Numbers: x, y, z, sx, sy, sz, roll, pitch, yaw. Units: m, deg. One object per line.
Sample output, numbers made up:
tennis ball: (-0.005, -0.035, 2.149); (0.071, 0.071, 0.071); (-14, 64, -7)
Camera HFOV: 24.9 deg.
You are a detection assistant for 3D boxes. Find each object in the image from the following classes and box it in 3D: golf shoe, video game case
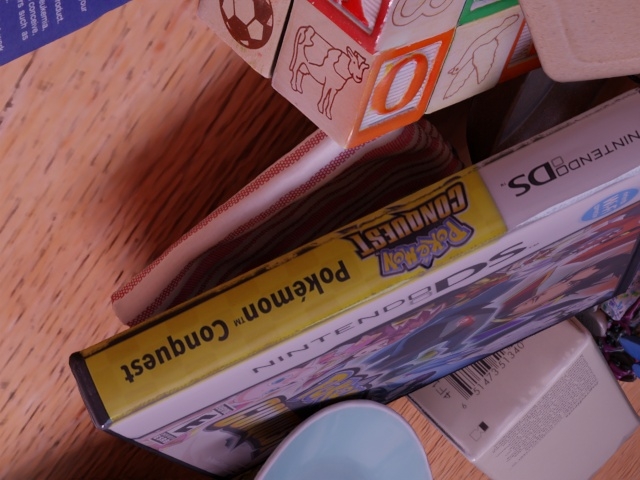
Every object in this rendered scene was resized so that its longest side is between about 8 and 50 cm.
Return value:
golf shoe: (0.264, 0.020, 1.116); (0.186, 0.067, 0.086); (-54, -175, 4)
video game case: (0.037, 0.037, 0.668); (0.248, 0.035, 0.275); (-26, 165, 0)

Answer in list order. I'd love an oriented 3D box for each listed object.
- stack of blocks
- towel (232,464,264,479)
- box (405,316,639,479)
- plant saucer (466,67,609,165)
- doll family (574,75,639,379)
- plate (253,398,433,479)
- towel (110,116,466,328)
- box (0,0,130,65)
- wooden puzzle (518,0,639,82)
stack of blocks: (0.106, -0.165, 0.564); (0.297, 0.087, 0.171); (-25, 147, -38)
towel: (-0.043, 0.179, 0.904); (0.148, 0.027, 0.110); (-46, 155, -2)
box: (0.139, 0.107, 0.999); (0.113, 0.094, 0.275); (-45, 155, -1)
plant saucer: (0.121, -0.097, 0.725); (0.168, 0.029, 0.168); (-50, 163, -21)
doll family: (0.206, -0.042, 0.886); (0.163, 0.118, 0.263); (-44, 138, -17)
plate: (-0.002, 0.169, 0.708); (0.188, 0.024, 0.188); (-14, 108, -52)
towel: (0.000, 0.000, 0.648); (0.144, 0.029, 0.197); (-39, 165, 7)
box: (-0.134, -0.083, 0.376); (0.225, 0.036, 0.136); (-30, 150, -25)
wooden puzzle: (0.196, -0.145, 0.381); (0.322, 0.081, 0.348); (-5, 165, 16)
